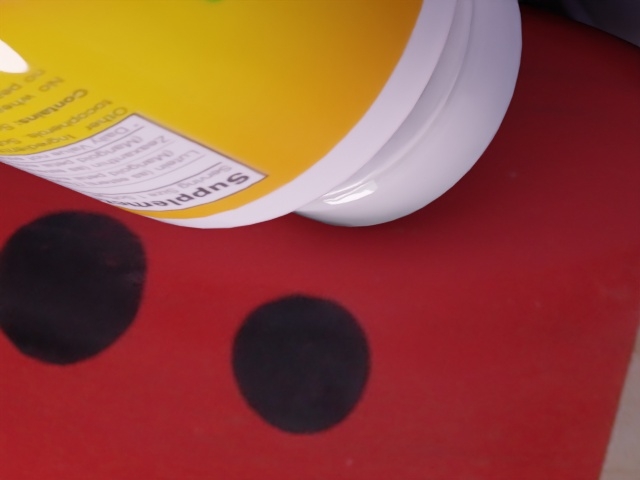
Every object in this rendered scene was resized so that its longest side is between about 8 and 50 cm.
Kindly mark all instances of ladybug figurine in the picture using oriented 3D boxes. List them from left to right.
[{"bbox_3d":[-0.011,0.014,0.650,0.449,0.305,0.162,8,139,13],"label":"ladybug figurine"}]

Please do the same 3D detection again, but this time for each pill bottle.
[{"bbox_3d":[-0.049,-0.081,0.457,0.136,0.136,0.245,6,170,35],"label":"pill bottle"}]
